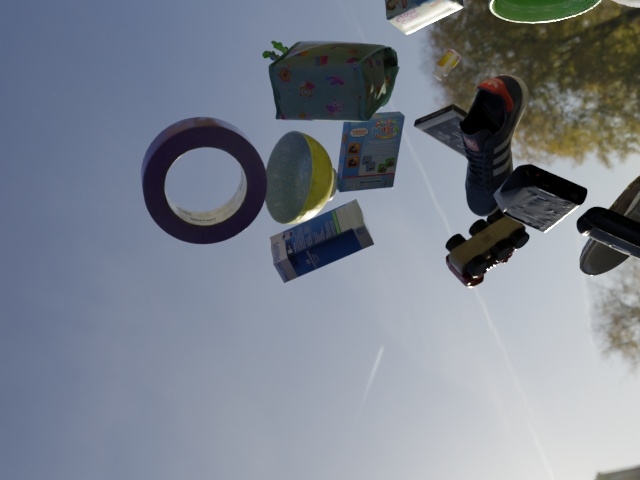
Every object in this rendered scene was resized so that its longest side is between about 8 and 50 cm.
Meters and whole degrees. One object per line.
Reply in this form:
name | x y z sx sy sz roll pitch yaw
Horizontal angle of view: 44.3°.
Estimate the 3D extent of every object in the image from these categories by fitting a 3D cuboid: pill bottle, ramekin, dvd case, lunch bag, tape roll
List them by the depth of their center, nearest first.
lunch bag | 0.038 -0.360 1.724 0.262 0.223 0.160 -53 -38 -55
tape roll | -0.261 -0.133 1.764 0.275 0.275 0.090 53 -177 -27
ramekin | 0.609 -0.719 2.134 0.303 0.303 0.148 11 -103 -58
pill bottle | 0.341 -0.478 2.141 0.043 0.083 0.043 38 -177 -3
dvd case | 0.430 -0.328 2.396 0.239 0.179 0.029 26 -112 -26

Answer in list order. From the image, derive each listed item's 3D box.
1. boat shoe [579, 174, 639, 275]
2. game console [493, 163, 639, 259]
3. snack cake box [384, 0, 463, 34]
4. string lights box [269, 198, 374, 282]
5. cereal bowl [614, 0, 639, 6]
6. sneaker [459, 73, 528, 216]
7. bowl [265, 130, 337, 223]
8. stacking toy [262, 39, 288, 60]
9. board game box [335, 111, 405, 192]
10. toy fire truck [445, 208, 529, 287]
boat shoe | 0.816 -0.045 2.135 0.116 0.324 0.097 27 -156 -15
game console | 0.518 -0.035 1.520 0.213 0.361 0.044 101 -165 -77
snack cake box | 0.217 -0.611 1.730 0.089 0.152 0.264 18 -117 -48
string lights box | 0.000 0.000 2.079 0.133 0.260 0.077 -102 -14 -56
cereal bowl | 0.708 -0.662 1.743 0.141 0.339 0.339 92 164 -76
sneaker | 0.382 -0.218 1.866 0.148 0.131 0.350 -16 -61 -44
bowl | -0.040 -0.186 2.460 0.156 0.289 0.289 8 -118 -34
stacking toy | -0.074 -0.508 2.355 0.221 0.052 0.167 36 -158 -9
board game box | 0.129 -0.232 2.072 0.039 0.160 0.211 -123 33 -50
toy fire truck | 0.446 0.044 2.182 0.158 0.217 0.246 49 164 33
